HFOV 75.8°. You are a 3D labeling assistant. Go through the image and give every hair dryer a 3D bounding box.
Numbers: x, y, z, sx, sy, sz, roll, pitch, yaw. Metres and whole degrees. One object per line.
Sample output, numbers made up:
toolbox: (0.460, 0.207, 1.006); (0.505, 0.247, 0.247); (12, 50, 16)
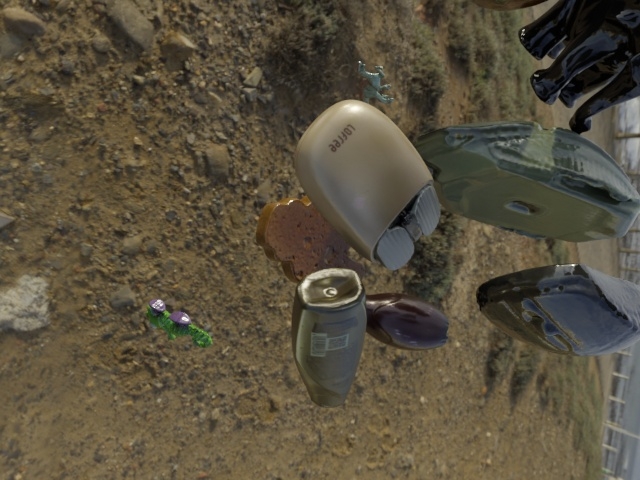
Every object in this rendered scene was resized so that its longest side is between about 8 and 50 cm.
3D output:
hair dryer: (0.126, 0.188, 1.031); (0.340, 0.313, 0.123); (107, -3, -79)

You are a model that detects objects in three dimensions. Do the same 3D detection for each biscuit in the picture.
biscuit: (-0.003, 0.000, 0.802); (0.295, 0.044, 0.185); (24, 79, -44)

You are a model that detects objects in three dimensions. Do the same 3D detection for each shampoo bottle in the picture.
shampoo bottle: (0.013, 0.197, 0.743); (0.126, 0.084, 0.350); (-10, 135, -10)

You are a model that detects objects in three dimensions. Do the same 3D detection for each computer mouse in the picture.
computer mouse: (0.375, -0.123, 0.767); (0.228, 0.429, 0.145); (111, -4, -73)
computer mouse: (0.314, 0.098, 0.510); (0.270, 0.138, 0.086); (15, 63, -33)
computer mouse: (0.070, -0.065, 0.530); (0.145, 0.082, 0.236); (-47, 122, -9)

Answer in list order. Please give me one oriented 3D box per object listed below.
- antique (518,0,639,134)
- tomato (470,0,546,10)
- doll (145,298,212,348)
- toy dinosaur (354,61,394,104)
antique: (0.496, -0.362, 0.692); (0.185, 0.255, 0.322); (26, 56, -29)
tomato: (0.307, -0.477, 0.627); (0.270, 0.270, 0.222); (11, 91, -50)
doll: (-0.345, 0.208, 0.991); (0.115, 0.190, 0.050); (94, 21, -44)
toy dinosaur: (0.159, -0.496, 1.373); (0.167, 0.242, 0.053); (18, 79, -12)
